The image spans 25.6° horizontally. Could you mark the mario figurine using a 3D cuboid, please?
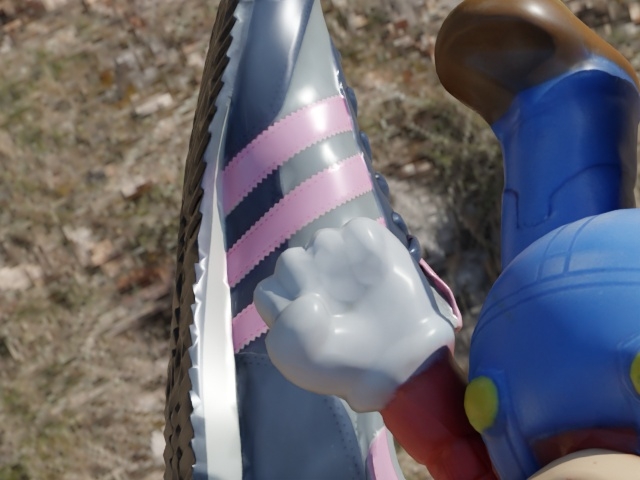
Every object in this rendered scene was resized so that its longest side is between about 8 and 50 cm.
[{"bbox_3d":[0.079,0.041,0.384,0.170,0.198,0.321,14,58,-13],"label":"mario figurine"}]

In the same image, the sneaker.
[{"bbox_3d":[0.000,0.000,0.667,0.131,0.112,0.319,6,71,-11],"label":"sneaker"}]
